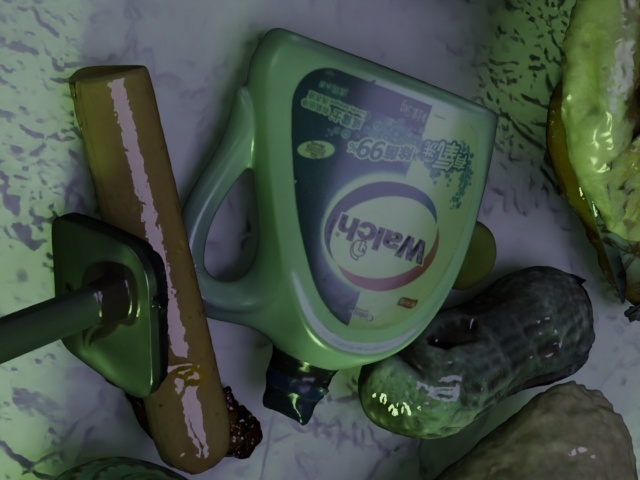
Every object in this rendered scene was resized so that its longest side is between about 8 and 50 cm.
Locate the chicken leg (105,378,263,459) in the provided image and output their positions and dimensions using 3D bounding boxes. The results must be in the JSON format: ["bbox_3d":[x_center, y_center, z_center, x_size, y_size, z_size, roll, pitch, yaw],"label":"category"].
[{"bbox_3d":[-0.104,0.136,1.018,0.145,0.037,0.062,17,72,-34],"label":"chicken leg"}]

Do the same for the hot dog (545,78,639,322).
[{"bbox_3d":[0.289,-0.051,1.192,0.162,0.082,0.270,-38,120,-22],"label":"hot dog"}]

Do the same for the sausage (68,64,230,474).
[{"bbox_3d":[-0.118,0.023,0.944,0.065,0.066,0.301,-16,103,-28],"label":"sausage"}]

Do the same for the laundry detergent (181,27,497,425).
[{"bbox_3d":[0.000,0.000,1.004,0.214,0.105,0.281,20,99,-15],"label":"laundry detergent"}]

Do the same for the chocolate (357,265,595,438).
[{"bbox_3d":[0.135,0.095,1.118,0.248,0.110,0.110,-18,111,-27],"label":"chocolate"}]

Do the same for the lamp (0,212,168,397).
[{"bbox_3d":[-0.243,0.106,0.876,0.283,0.124,0.203,-14,119,-26],"label":"lamp"}]

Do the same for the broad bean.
[{"bbox_3d":[0.116,0.010,1.122,0.083,0.045,0.063,9,86,-41],"label":"broad bean"}]

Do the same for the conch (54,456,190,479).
[{"bbox_3d":[-0.149,0.226,0.956,0.172,0.200,0.131,-9,70,-48],"label":"conch"}]

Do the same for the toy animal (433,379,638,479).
[{"bbox_3d":[0.144,0.300,1.122,0.358,0.188,0.226,-38,128,-5],"label":"toy animal"}]

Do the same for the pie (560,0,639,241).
[{"bbox_3d":[0.302,-0.159,1.059,0.339,0.077,0.339,-20,120,-39],"label":"pie"}]
